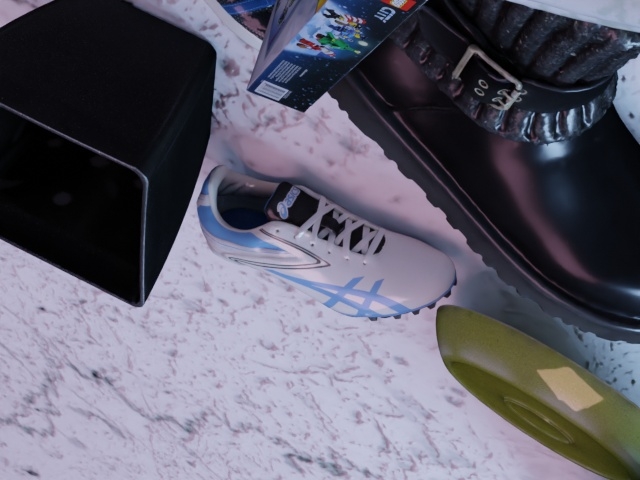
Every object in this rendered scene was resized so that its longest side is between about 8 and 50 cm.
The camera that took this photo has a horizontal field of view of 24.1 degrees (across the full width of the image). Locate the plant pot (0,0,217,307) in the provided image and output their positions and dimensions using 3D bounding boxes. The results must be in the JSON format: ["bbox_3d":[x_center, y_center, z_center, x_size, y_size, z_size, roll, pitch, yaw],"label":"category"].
[{"bbox_3d":[-0.180,-0.091,1.219,0.188,0.167,0.187,27,147,11],"label":"plant pot"}]

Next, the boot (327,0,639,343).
[{"bbox_3d":[0.172,-0.090,0.961,0.348,0.131,0.260,38,146,-7],"label":"boot"}]

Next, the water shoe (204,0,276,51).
[{"bbox_3d":[-0.049,-0.199,1.059,0.203,0.073,0.080,36,144,-6],"label":"water shoe"}]

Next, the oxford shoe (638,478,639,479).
[{"bbox_3d":[0.288,0.274,1.247,0.169,0.130,0.449,47,179,18],"label":"oxford shoe"}]

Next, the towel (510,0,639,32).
[{"bbox_3d":[0.055,-0.284,0.685,0.374,0.090,0.320,19,100,20],"label":"towel"}]

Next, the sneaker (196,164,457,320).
[{"bbox_3d":[0.000,0.000,1.261,0.237,0.085,0.086,17,146,20],"label":"sneaker"}]

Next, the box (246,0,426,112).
[{"bbox_3d":[0.026,-0.182,0.885,0.044,0.159,0.233,21,165,-12],"label":"box"}]

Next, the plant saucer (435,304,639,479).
[{"bbox_3d":[0.188,0.136,1.238,0.241,0.037,0.241,33,170,7],"label":"plant saucer"}]
